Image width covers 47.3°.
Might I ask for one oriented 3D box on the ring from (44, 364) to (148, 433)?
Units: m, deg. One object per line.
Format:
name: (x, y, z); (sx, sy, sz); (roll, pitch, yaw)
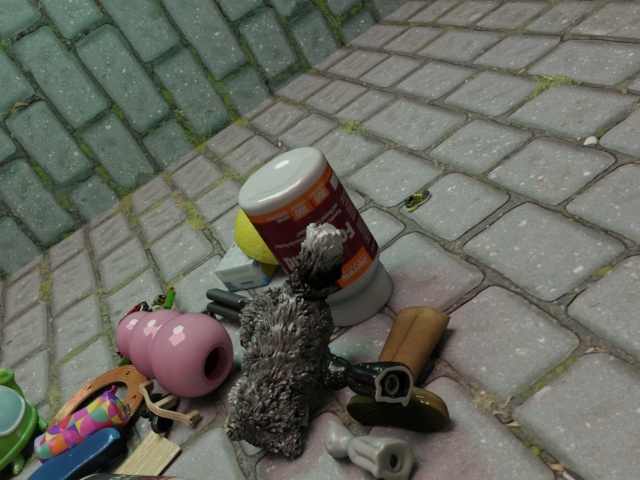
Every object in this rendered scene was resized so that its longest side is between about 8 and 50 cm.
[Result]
ring: (-0.601, 0.468, 1.962); (0.337, 0.032, 0.336); (-26, 26, 14)

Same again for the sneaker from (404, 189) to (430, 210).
sneaker: (0.266, -0.115, 2.009); (0.083, 0.035, 0.031); (-40, 28, -14)

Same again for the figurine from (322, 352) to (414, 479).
figurine: (0.070, 0.316, 1.327); (0.092, 0.214, 0.209); (-1, 0, -34)

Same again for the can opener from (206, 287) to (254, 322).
can opener: (-0.194, 0.180, 1.966); (0.095, 0.076, 0.283); (-11, 15, -41)

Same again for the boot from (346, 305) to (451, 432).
boot: (0.191, 0.237, 1.434); (0.236, 0.089, 0.269); (-5, 36, 42)

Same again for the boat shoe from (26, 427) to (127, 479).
boat shoe: (-0.577, 0.554, 1.736); (0.258, 0.089, 0.109); (-28, 39, -2)

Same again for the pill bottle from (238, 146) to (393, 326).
pill bottle: (0.000, 0.000, 1.701); (0.224, 0.392, 0.224); (-26, 27, 15)

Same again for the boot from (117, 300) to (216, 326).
boot: (-0.418, 0.228, 2.004); (0.236, 0.178, 0.085); (-39, 27, -15)

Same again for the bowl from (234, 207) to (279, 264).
bowl: (-0.108, -0.084, 2.094); (0.290, 0.156, 0.289); (0, 41, 0)

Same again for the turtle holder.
turtle holder: (-0.910, 0.494, 2.030); (0.243, 0.227, 0.320); (-10, 34, 39)

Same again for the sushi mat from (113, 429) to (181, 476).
sushi mat: (-0.456, 0.569, 1.646); (0.151, 0.019, 0.316); (5, 45, 50)

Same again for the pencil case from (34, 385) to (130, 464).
pencil case: (-0.586, 0.466, 1.807); (0.236, 0.104, 0.104); (-34, 26, -3)

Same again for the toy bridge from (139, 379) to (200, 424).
toy bridge: (-0.371, 0.392, 1.746); (0.188, 0.026, 0.063); (23, 27, 33)

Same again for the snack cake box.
snack cake box: (-0.186, 0.027, 2.198); (0.152, 0.089, 0.264); (-13, 32, 36)

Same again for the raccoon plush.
raccoon plush: (-0.085, 0.211, 1.466); (0.216, 0.446, 0.299); (7, 36, 4)

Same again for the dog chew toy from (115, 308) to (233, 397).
dog chew toy: (-0.379, 0.264, 1.819); (0.332, 0.206, 0.206); (12, 48, 33)

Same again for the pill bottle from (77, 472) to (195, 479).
pill bottle: (-0.380, 0.550, 1.380); (0.363, 0.210, 0.210); (-11, 33, 36)

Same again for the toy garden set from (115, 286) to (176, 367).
toy garden set: (-0.515, 0.230, 2.154); (0.244, 0.049, 0.204); (-50, 15, 15)

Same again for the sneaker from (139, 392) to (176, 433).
sneaker: (-0.407, 0.426, 1.798); (0.089, 0.051, 0.170); (-20, 19, 14)
